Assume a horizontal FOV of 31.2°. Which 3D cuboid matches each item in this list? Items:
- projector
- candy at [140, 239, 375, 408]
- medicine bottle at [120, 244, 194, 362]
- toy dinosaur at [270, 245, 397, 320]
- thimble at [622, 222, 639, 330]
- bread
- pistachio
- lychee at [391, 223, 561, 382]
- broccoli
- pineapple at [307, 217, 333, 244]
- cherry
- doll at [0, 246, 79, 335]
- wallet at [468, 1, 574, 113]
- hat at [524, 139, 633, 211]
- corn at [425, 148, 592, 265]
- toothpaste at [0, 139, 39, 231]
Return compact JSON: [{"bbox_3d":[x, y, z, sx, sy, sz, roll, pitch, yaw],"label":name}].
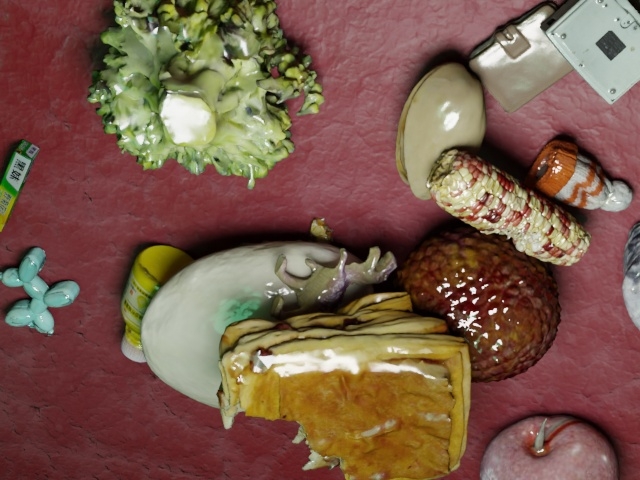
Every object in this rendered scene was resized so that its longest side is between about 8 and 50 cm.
[{"bbox_3d":[0.401,-0.282,1.616,0.115,0.061,0.147,-43,106,12],"label":"projector"},{"bbox_3d":[-0.090,0.168,1.941,0.427,0.186,0.386,2,129,-3],"label":"candy"},{"bbox_3d":[-0.297,0.122,2.040,0.122,0.122,0.212,25,125,-2],"label":"medicine bottle"},{"bbox_3d":[0.008,0.114,1.787,0.200,0.072,0.251,17,94,-26],"label":"toy dinosaur"},{"bbox_3d":[0.580,0.065,1.752,0.245,0.157,0.217,37,123,-9],"label":"thimble"},{"bbox_3d":[0.032,0.221,1.717,0.370,0.191,0.314,-3,132,-3],"label":"bread"},{"bbox_3d":[0.180,-0.165,1.726,0.136,0.136,0.226,17,123,4],"label":"pistachio"},{"bbox_3d":[0.244,0.096,1.798,0.260,0.260,0.260,7,123,10],"label":"lychee"},{"bbox_3d":[-0.171,-0.236,1.727,0.324,0.272,0.334,-5,123,-30],"label":"broccoli"},{"bbox_3d":[0.000,0.000,1.947,0.045,0.019,0.083,19,126,10],"label":"pineapple"},{"bbox_3d":[0.396,0.412,1.992,0.236,0.213,0.285,6,133,21],"label":"cherry"},{"bbox_3d":[-0.528,0.105,2.128,0.158,0.059,0.159,-27,113,26],"label":"doll"},{"bbox_3d":[0.303,-0.269,1.682,0.152,0.039,0.118,-32,111,26],"label":"wallet"},{"bbox_3d":[0.402,-0.084,1.746,0.162,0.093,0.112,27,151,-11],"label":"hat"},{"bbox_3d":[0.285,-0.039,1.699,0.290,0.098,0.098,29,126,-24],"label":"corn"},{"bbox_3d":[-0.542,-0.094,2.012,0.037,0.043,0.178,30,124,-6],"label":"toothpaste"}]
